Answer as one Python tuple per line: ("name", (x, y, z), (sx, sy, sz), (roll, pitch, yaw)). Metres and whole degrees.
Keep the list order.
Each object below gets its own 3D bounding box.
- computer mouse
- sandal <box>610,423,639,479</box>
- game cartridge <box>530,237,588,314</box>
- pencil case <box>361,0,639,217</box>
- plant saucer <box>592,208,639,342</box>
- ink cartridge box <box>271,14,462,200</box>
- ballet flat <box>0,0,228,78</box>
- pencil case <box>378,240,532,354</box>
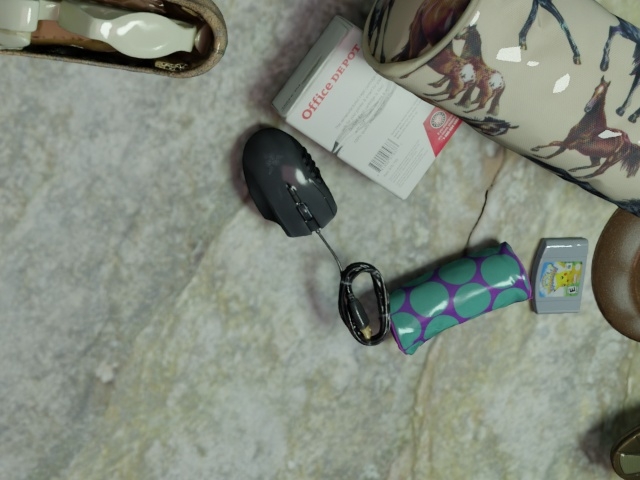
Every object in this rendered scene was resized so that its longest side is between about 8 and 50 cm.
("computer mouse", (0.000, 0.000, 1.548), (0.071, 0.041, 0.242), (-32, 103, 3))
("sandal", (0.399, 0.192, 1.764), (0.219, 0.060, 0.090), (-33, 123, -17))
("game cartridge", (0.246, 0.038, 1.677), (0.056, 0.017, 0.083), (-1, 111, -12))
("pencil case", (0.244, -0.151, 1.505), (0.410, 0.160, 0.183), (26, 86, -28))
("plant saucer", (0.384, 0.027, 1.701), (0.199, 0.036, 0.198), (-6, 113, -15))
("ink cartridge box", (0.046, -0.126, 1.526), (0.150, 0.063, 0.109), (33, 98, -24))
("ballet flat", (-0.226, -0.201, 1.394), (0.316, 0.106, 0.107), (5, 109, -18))
("pencil case", (0.136, 0.059, 1.626), (0.152, 0.064, 0.070), (-24, 114, -6))
